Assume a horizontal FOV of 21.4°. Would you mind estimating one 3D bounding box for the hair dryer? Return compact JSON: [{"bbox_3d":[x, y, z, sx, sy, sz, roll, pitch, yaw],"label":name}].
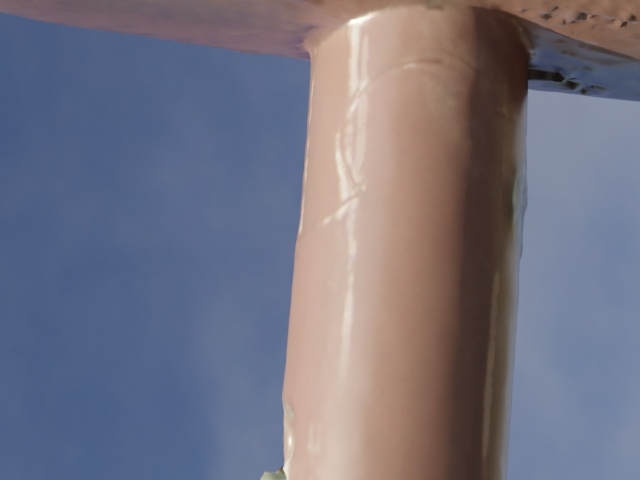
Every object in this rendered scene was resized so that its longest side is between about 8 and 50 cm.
[{"bbox_3d":[0.000,0.000,0.427,0.210,0.125,0.352,6,-104,-7],"label":"hair dryer"}]
